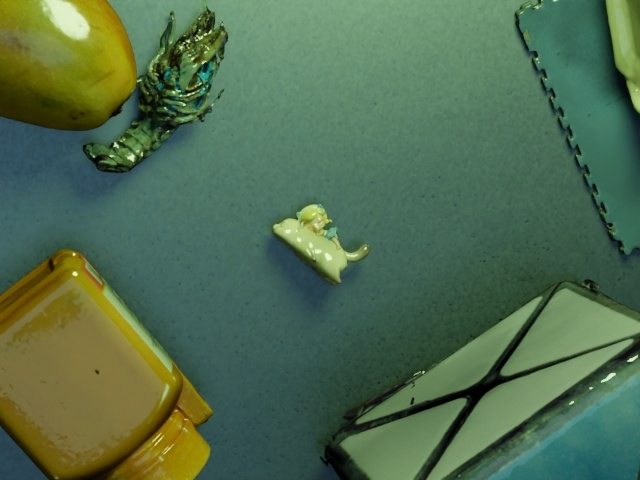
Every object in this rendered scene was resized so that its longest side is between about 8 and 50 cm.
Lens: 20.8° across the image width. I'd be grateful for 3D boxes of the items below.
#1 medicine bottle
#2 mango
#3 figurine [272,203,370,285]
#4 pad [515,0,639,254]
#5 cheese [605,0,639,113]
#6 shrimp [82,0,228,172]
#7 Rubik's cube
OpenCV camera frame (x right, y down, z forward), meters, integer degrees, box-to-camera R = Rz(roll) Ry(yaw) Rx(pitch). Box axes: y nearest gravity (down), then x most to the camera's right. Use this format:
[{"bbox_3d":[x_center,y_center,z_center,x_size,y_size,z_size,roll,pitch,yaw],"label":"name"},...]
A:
[{"bbox_3d":[-0.205,0.134,1.545,0.149,0.112,0.222,-39,104,-2],"label":"medicine bottle"},{"bbox_3d":[-0.275,-0.179,1.482,0.253,0.113,0.138,18,100,-6],"label":"mango"},{"bbox_3d":[0.000,0.000,1.600,0.083,0.047,0.050,42,75,-7],"label":"figurine"},{"bbox_3d":[0.348,-0.156,1.649,0.269,0.012,0.269,-26,103,-6],"label":"pad"},{"bbox_3d":[0.383,-0.218,1.577,0.233,0.127,0.266,-16,104,-11],"label":"cheese"},{"bbox_3d":[-0.140,-0.131,1.548,0.082,0.076,0.174,42,96,26],"label":"shrimp"},{"bbox_3d":[0.222,0.245,1.548,0.305,0.310,0.307,-34,103,-6],"label":"Rubik's cube"}]
